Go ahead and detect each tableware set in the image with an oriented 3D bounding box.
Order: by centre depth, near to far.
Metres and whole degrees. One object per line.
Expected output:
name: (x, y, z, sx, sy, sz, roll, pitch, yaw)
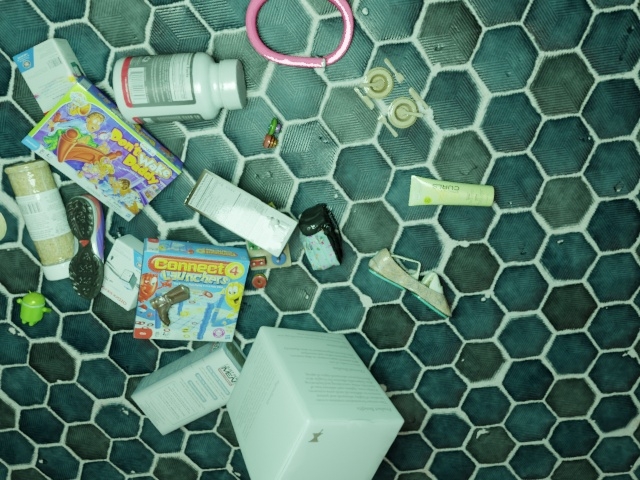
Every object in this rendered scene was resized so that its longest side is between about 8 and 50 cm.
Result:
tableware set: (0.199, -0.399, 1.375, 0.128, 0.039, 0.194, -41, 103, 14)

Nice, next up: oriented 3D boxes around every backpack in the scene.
backpack: (0.000, 0.000, 1.474, 0.115, 0.152, 0.182, -15, 120, 12)

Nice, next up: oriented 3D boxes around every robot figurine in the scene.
robot figurine: (-0.947, 0.221, 1.611, 0.101, 0.067, 0.115, 19, 108, 1)

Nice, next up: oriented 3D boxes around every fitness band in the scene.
fitness band: (-0.055, -0.577, 1.317, 0.290, 0.054, 0.209, 5, 109, -1)

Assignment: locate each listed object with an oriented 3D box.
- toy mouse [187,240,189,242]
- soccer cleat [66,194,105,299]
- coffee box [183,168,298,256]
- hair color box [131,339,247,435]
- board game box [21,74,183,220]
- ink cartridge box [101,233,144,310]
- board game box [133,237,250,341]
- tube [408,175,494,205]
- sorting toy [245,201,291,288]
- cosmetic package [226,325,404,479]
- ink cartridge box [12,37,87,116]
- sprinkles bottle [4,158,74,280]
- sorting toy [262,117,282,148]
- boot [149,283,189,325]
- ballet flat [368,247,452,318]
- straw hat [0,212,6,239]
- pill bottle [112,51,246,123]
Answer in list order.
toy mouse: (-0.437, 0.058, 1.551, 0.160, 0.031, 0.143, 26, 109, 4)
soccer cleat: (-0.697, 0.019, 1.491, 0.108, 0.116, 0.319, 2, 102, 4)
coffee box: (-0.220, -0.073, 1.407, 0.297, 0.168, 0.119, 29, 88, -1)
hair color box: (-0.424, 0.487, 1.659, 0.374, 0.114, 0.185, -29, 106, 12)
board game box: (-0.602, -0.249, 1.382, 0.233, 0.078, 0.347, -39, 121, 13)
ink cartridge box: (-0.601, 0.100, 1.540, 0.139, 0.082, 0.191, 32, 106, 5)
board game box: (-0.398, 0.160, 1.502, 0.308, 0.086, 0.302, 6, 115, -20)
tube: (0.386, -0.138, 1.450, 0.239, 0.062, 0.070, 5, 69, 5)
sorting toy: (-0.167, 0.021, 1.527, 0.132, 0.046, 0.275, -6, 108, 4)
cosmetic package: (-0.037, 0.510, 1.453, 0.329, 0.394, 0.328, 14, 111, -32)
ink cartridge box: (-0.727, -0.428, 1.377, 0.134, 0.078, 0.231, -20, 107, 9)
sprinkles bottle: (-0.827, -0.062, 1.483, 0.121, 0.121, 0.356, -9, 108, 5)
sorting toy: (-0.132, -0.307, 1.409, 0.042, 0.061, 0.102, 16, 137, -18)
boot: (-0.426, 0.189, 1.440, 0.114, 0.037, 0.107, -27, 123, -8)
ballet flat: (0.300, 0.126, 1.520, 0.315, 0.107, 0.106, 32, 93, -9)
straw hat: (-1.072, -0.044, 1.529, 0.144, 0.061, 0.145, 1, 108, 2)
pill bottle: (-0.370, -0.411, 1.319, 0.318, 0.176, 0.177, -2, 109, 3)
